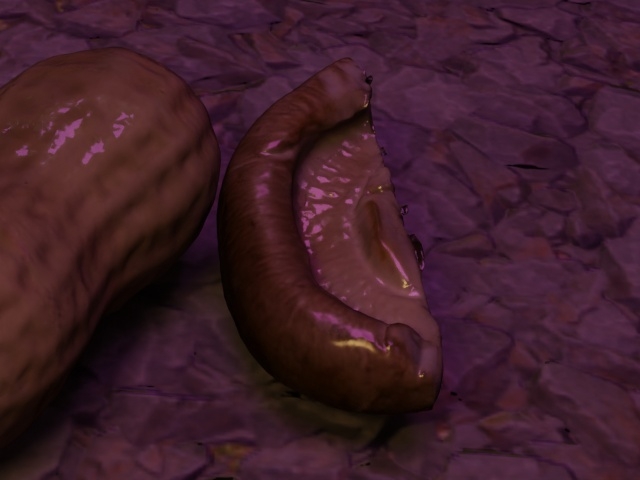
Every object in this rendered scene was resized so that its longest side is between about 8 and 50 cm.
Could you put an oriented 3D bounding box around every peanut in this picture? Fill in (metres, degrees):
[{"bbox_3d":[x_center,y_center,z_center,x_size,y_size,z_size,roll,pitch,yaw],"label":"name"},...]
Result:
[{"bbox_3d":[-0.140,0.010,0.661,0.123,0.123,0.256,22,47,18],"label":"peanut"}]

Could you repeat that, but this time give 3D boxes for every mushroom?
[{"bbox_3d":[-0.001,0.000,0.710,0.094,0.072,0.210,4,47,-21],"label":"mushroom"}]
